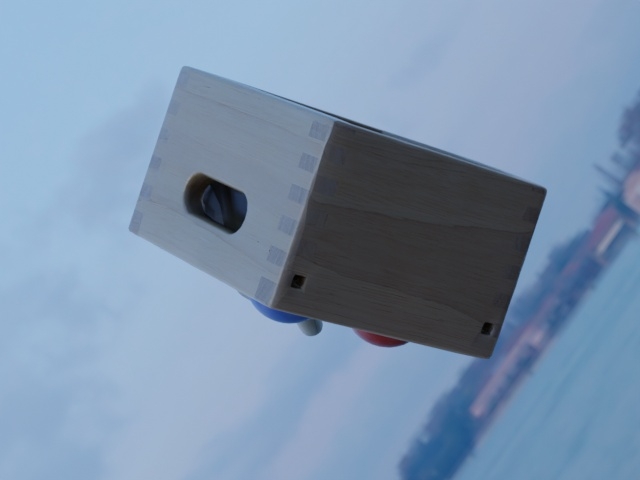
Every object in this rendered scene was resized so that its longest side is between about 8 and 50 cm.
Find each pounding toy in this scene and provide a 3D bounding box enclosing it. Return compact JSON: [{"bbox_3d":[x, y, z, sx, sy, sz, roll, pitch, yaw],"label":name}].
[{"bbox_3d":[0.000,0.000,0.683,0.130,0.141,0.100,15,-84,-37],"label":"pounding toy"}]
